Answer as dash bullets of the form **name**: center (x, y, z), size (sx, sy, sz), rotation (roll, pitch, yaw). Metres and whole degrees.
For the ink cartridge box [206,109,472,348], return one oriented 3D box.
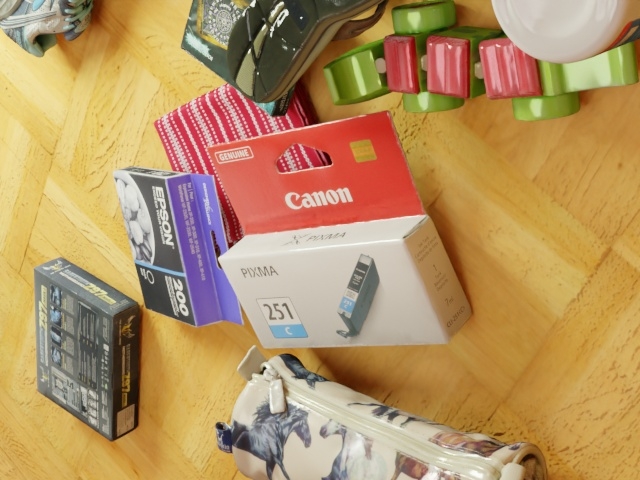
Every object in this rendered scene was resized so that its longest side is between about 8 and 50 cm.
- **ink cartridge box**: center (0.000, 0.000, 1.403), size (0.296, 0.066, 0.261), rotation (-7, 115, 42)

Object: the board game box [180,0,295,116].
- **board game box**: center (-0.089, -0.243, 1.421), size (0.186, 0.026, 0.126), rotation (40, 124, 34)

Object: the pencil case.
- **pencil case**: center (0.072, 0.257, 1.408), size (0.410, 0.160, 0.183), rotation (16, 151, 38)

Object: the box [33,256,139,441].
- **box**: center (-0.355, 0.164, 1.831), size (0.183, 0.059, 0.232), rotation (25, 123, 32)

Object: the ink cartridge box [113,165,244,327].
- **ink cartridge box**: center (-0.190, 0.008, 1.597), size (0.208, 0.045, 0.206), rotation (9, 115, 53)

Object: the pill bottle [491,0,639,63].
- **pill bottle**: center (0.248, -0.227, 1.010), size (0.124, 0.221, 0.124), rotation (17, 117, 36)

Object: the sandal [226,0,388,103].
- **sandal**: center (0.012, -0.252, 1.240), size (0.303, 0.086, 0.120), rotation (-37, 68, 42)

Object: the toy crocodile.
- **toy crocodile**: center (0.153, -0.177, 1.200), size (0.341, 0.105, 0.115), rotation (7, 112, 40)

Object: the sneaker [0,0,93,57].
- **sneaker**: center (-0.332, -0.338, 1.593), size (0.122, 0.110, 0.283), rotation (51, 138, -11)

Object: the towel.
- **towel**: center (-0.093, -0.099, 1.507), size (0.275, 0.031, 0.198), rotation (-18, 94, 45)
